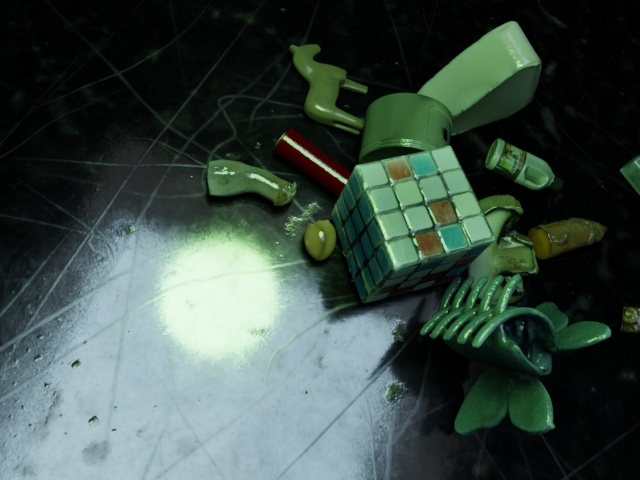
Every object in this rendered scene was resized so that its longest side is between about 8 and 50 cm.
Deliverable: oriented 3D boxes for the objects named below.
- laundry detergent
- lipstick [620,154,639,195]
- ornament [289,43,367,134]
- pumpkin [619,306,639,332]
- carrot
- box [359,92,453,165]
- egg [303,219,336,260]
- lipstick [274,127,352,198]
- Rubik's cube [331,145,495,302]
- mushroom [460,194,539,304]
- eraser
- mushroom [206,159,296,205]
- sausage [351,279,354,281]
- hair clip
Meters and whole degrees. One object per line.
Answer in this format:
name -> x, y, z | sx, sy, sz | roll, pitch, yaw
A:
laundry detergent -> 0.577, -0.198, 1.612 | 0.225, 0.070, 0.099 | 26, 59, -5
lipstick -> 1.009, -0.125, 1.688 | 0.077, 0.076, 0.290 | -31, 81, -20
ornament -> 0.015, -0.422, 1.555 | 0.244, 0.061, 0.230 | 18, 66, -11
pumpkin -> 0.846, 0.216, 1.552 | 0.101, 0.035, 0.073 | 10, 80, -14
carrot -> 0.691, -0.012, 1.572 | 0.263, 0.102, 0.102 | -9, 73, -23
box -> 0.216, -0.243, 1.453 | 0.226, 0.226, 0.149 | 13, 68, -9
egg -> 0.000, 0.000, 1.391 | 0.080, 0.080, 0.096 | -3, 68, -15
lipstick -> -0.003, -0.188, 1.459 | 0.241, 0.080, 0.080 | 36, 67, 0
Rubik's cube -> 0.199, -0.030, 1.323 | 0.253, 0.256, 0.259 | -14, 70, -18
mushroom -> 0.423, 0.017, 1.450 | 0.189, 0.164, 0.267 | -21, 112, 4
eraser -> 0.469, -0.430, 1.593 | 0.331, 0.331, 0.150 | -19, 75, -19
mushroom -> -0.168, -0.140, 1.402 | 0.223, 0.081, 0.092 | 11, 50, -12
sausage -> 0.195, 0.057, 1.445 | 0.269, 0.033, 0.033 | -19, 76, -20
hair clip -> 0.389, 0.217, 1.240 | 0.238, 0.318, 0.392 | 43, 78, -7
